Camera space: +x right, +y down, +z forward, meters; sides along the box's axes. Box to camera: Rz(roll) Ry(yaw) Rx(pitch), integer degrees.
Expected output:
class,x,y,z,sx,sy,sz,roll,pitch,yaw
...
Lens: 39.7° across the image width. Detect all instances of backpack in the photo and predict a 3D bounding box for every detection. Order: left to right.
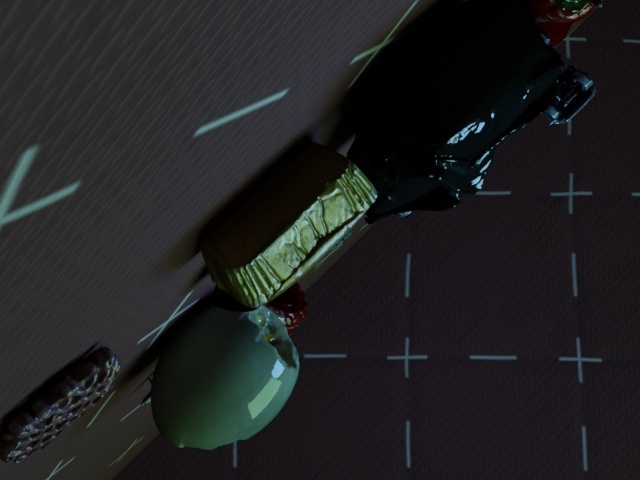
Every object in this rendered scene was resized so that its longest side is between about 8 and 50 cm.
class,x,y,z,sx,sy,sz,roll,pitch,yaw
backpack,0.200,-0.193,1.512,0.363,0.254,0.445,-35,174,-23

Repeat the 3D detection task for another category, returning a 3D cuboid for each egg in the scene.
class,x,y,z,sx,sy,sz,roll,pitch,yaw
egg,-0.212,0.292,1.868,0.336,0.278,0.278,-42,175,11

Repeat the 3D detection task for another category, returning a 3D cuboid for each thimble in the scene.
class,x,y,z,sx,sy,sz,roll,pitch,yaw
thimble,-0.126,0.165,2.129,0.125,0.163,0.189,-51,178,29

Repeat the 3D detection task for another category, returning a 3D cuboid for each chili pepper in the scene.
class,x,y,z,sx,sy,sz,roll,pitch,yaw
chili pepper,0.521,-0.526,1.892,0.131,0.135,0.338,-59,179,-5

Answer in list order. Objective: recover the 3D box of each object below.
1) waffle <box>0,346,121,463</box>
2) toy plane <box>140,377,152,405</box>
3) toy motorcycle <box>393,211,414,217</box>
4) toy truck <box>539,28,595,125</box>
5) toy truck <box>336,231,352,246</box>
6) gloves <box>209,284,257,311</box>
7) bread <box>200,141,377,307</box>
class,x,y,z,sx,sy,sz,roll,pitch,yaw
waffle,-0.403,0.259,1.386,0.234,0.055,0.221,-42,174,-34
toy plane,-0.338,0.300,2.100,0.234,0.082,0.160,-29,-178,-10
toy motorcycle,0.223,-0.164,2.196,0.275,0.127,0.205,-34,-162,-1
toy truck,0.470,-0.377,1.962,0.124,0.268,0.155,-44,176,3
toy truck,0.001,0.001,2.278,0.115,0.080,0.178,-42,175,25
gloves,-0.104,0.032,1.624,0.164,0.124,0.203,-14,-136,39
bread,-0.051,-0.030,1.385,0.288,0.152,0.119,-44,136,-13
